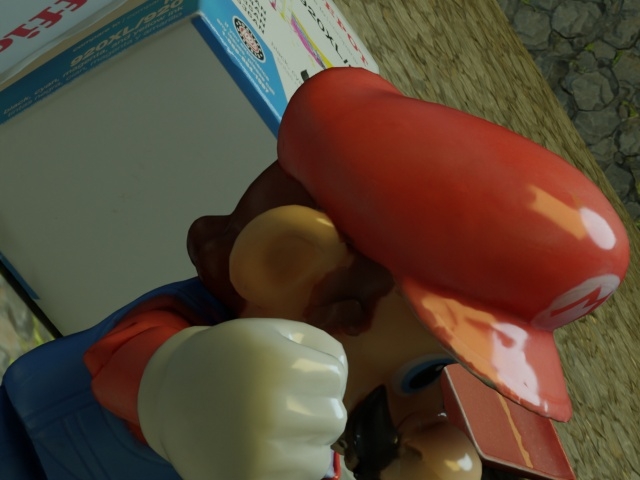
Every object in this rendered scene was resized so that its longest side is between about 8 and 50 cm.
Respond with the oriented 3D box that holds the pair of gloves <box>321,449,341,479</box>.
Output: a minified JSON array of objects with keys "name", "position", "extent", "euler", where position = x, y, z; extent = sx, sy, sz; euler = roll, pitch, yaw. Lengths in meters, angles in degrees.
[{"name":"pair of gloves","position":[-0.027,0.128,1.061],"extent":[0.159,0.023,0.198],"euler":[51,20,-32]}]

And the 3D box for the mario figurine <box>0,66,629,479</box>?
[{"name":"mario figurine","position":[-0.036,0.075,0.605],"extent":[0.170,0.320,0.198],"euler":[52,20,-28]}]

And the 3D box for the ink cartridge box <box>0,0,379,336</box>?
[{"name":"ink cartridge box","position":[-0.077,-0.067,0.966],"extent":[0.171,0.168,0.233],"euler":[53,18,-24]}]

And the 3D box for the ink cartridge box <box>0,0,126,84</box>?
[{"name":"ink cartridge box","position":[-0.208,-0.118,0.572],"extent":[0.129,0.223,0.307],"euler":[63,17,9]}]

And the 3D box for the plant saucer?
[{"name":"plant saucer","position":[0.113,0.087,1.488],"extent":[0.258,0.047,0.259],"euler":[27,38,-62]}]
